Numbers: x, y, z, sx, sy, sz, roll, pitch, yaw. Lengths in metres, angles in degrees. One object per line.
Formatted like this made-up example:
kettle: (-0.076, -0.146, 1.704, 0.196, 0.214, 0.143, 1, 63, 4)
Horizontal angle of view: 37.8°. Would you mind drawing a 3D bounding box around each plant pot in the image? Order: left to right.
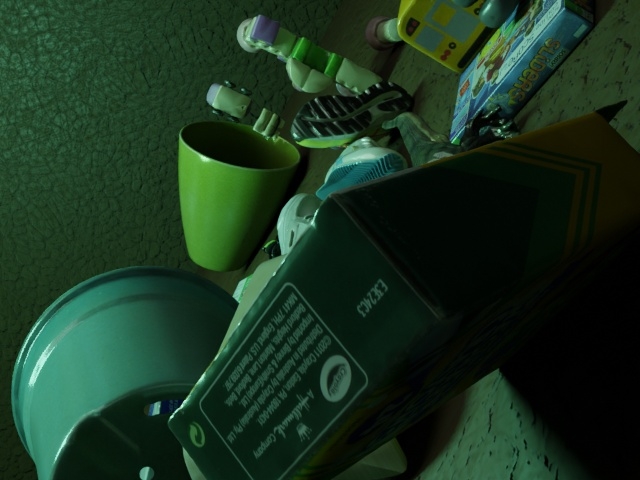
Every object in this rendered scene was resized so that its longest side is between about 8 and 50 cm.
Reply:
plant pot: (-0.190, 0.230, 1.098, 0.341, 0.341, 0.334, -62, 19, 2)
plant pot: (-0.210, -0.086, 2.137, 0.274, 0.275, 0.293, -87, 11, -65)

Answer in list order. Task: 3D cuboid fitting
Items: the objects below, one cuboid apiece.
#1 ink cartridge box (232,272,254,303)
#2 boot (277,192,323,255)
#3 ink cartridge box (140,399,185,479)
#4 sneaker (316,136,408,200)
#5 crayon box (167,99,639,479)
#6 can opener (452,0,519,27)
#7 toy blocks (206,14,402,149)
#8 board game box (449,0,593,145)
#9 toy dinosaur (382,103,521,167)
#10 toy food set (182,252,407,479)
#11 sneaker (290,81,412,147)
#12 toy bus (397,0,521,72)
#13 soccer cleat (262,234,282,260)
ink cartridge box: (-0.119, 0.166, 1.465, 0.208, 0.087, 0.153, -66, 11, -15)
boot: (0.000, 0.000, 1.352, 0.123, 0.095, 0.258, -46, 27, 38)
ink cartridge box: (-0.240, 0.334, 1.411, 0.165, 0.065, 0.332, -103, 24, -60)
sneaker: (0.061, -0.101, 1.284, 0.092, 0.087, 0.229, -60, 13, -14)
crayon box: (0.085, 0.031, 0.574, 0.323, 0.083, 0.203, -21, -25, -47)
can opener: (0.233, -0.351, 1.009, 0.283, 0.076, 0.095, -58, 5, -31)
toy blocks: (-0.036, -0.330, 1.770, 0.308, 0.289, 0.260, -65, 14, 3)
board game box: (0.206, -0.193, 0.967, 0.201, 0.035, 0.136, -52, 15, 44)
toy dinosaur: (0.131, -0.082, 0.892, 0.118, 0.064, 0.268, -30, 35, 11)
toy food set: (0.013, 0.102, 0.899, 0.220, 0.092, 0.306, -19, 33, 33)
sneaker: (0.044, -0.164, 1.381, 0.209, 0.081, 0.094, -18, -31, -32)
toy bus: (0.182, -0.336, 1.170, 0.108, 0.130, 0.332, -54, 14, 37)
soccer cleat: (-0.050, 0.007, 1.565, 0.178, 0.072, 0.060, -63, 11, -4)
